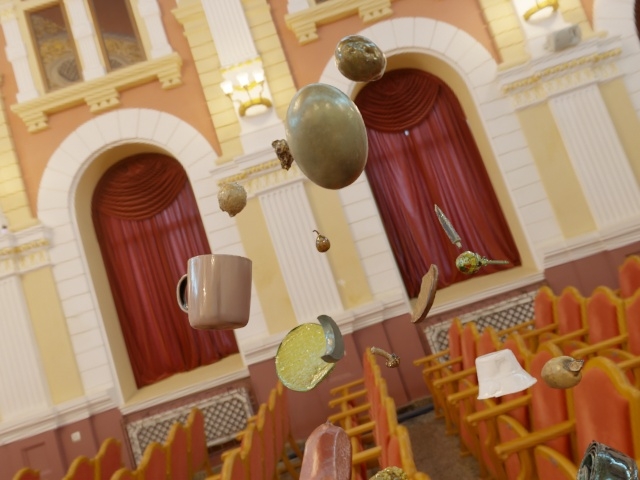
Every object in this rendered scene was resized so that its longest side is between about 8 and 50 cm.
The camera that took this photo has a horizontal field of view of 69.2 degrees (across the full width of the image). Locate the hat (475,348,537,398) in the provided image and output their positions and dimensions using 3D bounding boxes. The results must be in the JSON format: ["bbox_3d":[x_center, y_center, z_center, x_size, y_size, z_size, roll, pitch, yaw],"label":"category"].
[{"bbox_3d":[0.585,0.429,1.514,0.203,0.126,0.203,-16,-17,-5],"label":"hat"}]

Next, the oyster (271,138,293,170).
[{"bbox_3d":[-0.177,-0.432,2.321,0.109,0.165,0.053,-18,30,18],"label":"oyster"}]

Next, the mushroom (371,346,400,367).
[{"bbox_3d":[0.252,0.464,1.850,0.187,0.060,0.061,33,-76,-36],"label":"mushroom"}]

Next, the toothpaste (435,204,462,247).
[{"bbox_3d":[0.491,-0.053,1.791,0.035,0.197,0.057,-28,-25,4],"label":"toothpaste"}]

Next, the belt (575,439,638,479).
[{"bbox_3d":[0.683,0.602,1.118,0.116,0.206,0.268,20,21,26],"label":"belt"}]

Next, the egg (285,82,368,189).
[{"bbox_3d":[0.022,-0.327,1.490,0.259,0.352,0.258,-14,38,12],"label":"egg"}]

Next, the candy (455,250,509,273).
[{"bbox_3d":[0.626,0.083,1.749,0.306,0.083,0.091,2,-8,-35],"label":"candy"}]

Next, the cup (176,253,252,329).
[{"bbox_3d":[-0.328,0.165,1.394,0.253,0.200,0.191,-9,-18,24],"label":"cup"}]

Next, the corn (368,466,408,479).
[{"bbox_3d":[0.191,0.778,1.449,0.102,0.102,0.313,-15,-29,-24],"label":"corn"}]

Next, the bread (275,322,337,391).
[{"bbox_3d":[-0.063,0.491,1.971,0.302,0.301,0.045,-20,-37,16],"label":"bread"}]

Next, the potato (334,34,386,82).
[{"bbox_3d":[0.149,-0.669,1.719,0.235,0.177,0.160,-2,-10,-41],"label":"potato"}]

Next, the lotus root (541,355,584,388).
[{"bbox_3d":[0.977,0.529,1.865,0.118,0.125,0.221,-14,-23,-18],"label":"lotus root"}]

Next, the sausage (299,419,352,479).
[{"bbox_3d":[0.020,0.623,1.278,0.148,0.148,0.254,-20,35,15],"label":"sausage"}]

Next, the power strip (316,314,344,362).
[{"bbox_3d":[0.039,0.376,1.795,0.044,0.215,0.137,-28,-46,24],"label":"power strip"}]

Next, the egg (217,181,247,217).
[{"bbox_3d":[-0.347,-0.166,1.832,0.116,0.140,0.118,8,-35,-35],"label":"egg"}]

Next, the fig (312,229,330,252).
[{"bbox_3d":[0.000,0.000,1.488,0.050,0.083,0.050,-28,11,6],"label":"fig"}]

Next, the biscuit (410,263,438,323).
[{"bbox_3d":[0.395,0.215,1.757,0.031,0.228,0.176,17,34,-3],"label":"biscuit"}]
